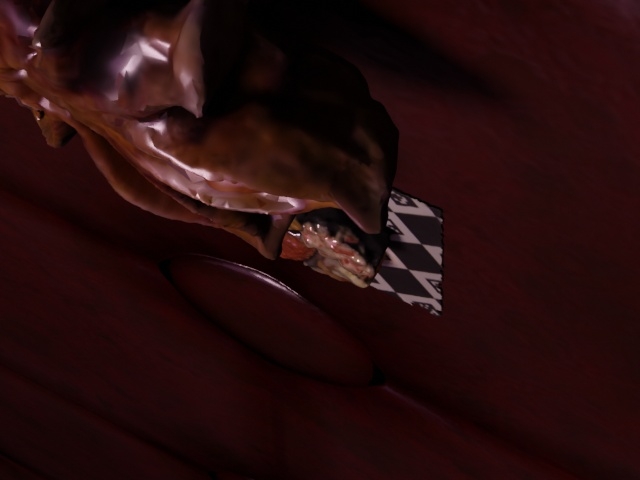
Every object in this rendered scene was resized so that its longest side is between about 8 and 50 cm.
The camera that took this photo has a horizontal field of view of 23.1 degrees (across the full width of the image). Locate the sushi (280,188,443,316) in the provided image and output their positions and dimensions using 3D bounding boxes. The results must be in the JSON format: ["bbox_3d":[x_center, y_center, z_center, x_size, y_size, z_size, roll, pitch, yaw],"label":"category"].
[{"bbox_3d":[0.000,0.000,0.750,0.120,0.026,0.126,24,159,13],"label":"sushi"}]

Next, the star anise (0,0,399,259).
[{"bbox_3d":[-0.075,-0.075,0.590,0.220,0.099,0.214,35,173,-26],"label":"star anise"}]
